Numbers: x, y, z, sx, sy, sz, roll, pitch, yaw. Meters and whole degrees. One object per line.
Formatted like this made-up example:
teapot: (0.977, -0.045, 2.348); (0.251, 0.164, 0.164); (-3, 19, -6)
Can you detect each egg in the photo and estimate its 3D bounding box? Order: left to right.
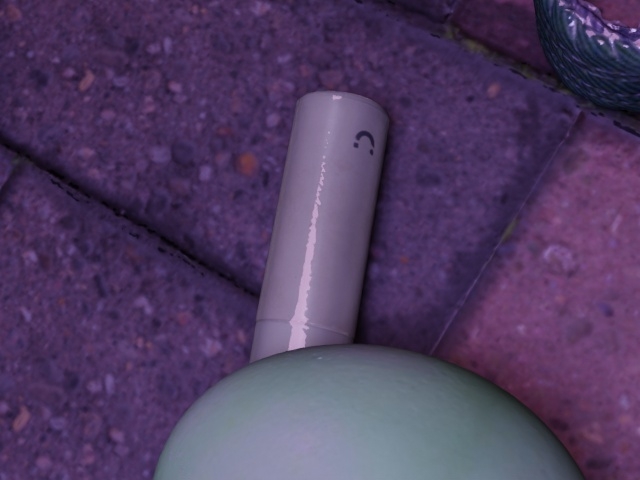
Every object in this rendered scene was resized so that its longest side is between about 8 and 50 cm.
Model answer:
egg: (0.030, 0.170, 0.593); (0.269, 0.220, 0.220); (22, 79, 29)

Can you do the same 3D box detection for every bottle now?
bottle: (0.000, 0.000, 0.733); (0.072, 0.072, 0.202); (5, 74, 15)

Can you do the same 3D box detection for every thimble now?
thimble: (0.213, -0.164, 0.723); (0.118, 0.090, 0.135); (-23, 67, 3)
